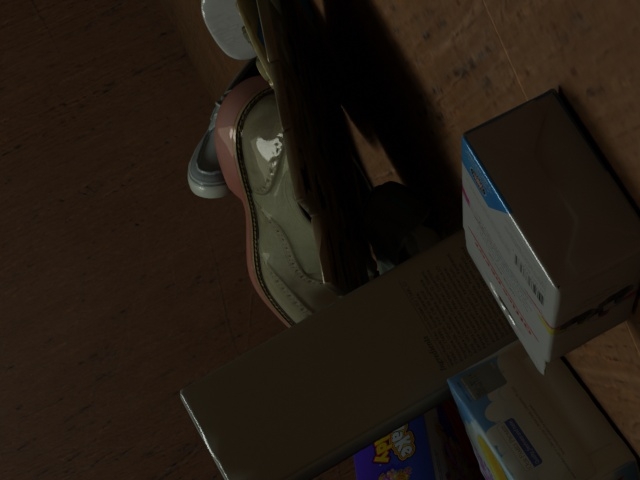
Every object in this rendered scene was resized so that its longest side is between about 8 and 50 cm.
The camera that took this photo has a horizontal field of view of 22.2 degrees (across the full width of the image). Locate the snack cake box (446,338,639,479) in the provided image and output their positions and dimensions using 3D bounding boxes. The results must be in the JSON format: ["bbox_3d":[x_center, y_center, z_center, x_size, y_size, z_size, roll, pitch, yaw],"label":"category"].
[{"bbox_3d":[0.198,0.216,1.314,0.152,0.089,0.264,56,173,45],"label":"snack cake box"}]

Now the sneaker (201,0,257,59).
[{"bbox_3d":[-0.102,-0.304,1.772,0.094,0.080,0.212,-97,-10,-70],"label":"sneaker"}]

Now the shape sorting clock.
[{"bbox_3d":[-0.032,-0.164,1.622,0.206,0.040,0.206,56,-164,-25],"label":"shape sorting clock"}]

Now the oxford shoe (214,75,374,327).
[{"bbox_3d":[0.000,0.000,1.861,0.146,0.140,0.397,26,151,42],"label":"oxford shoe"}]

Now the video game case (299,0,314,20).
[{"bbox_3d":[-0.058,-0.296,1.605,0.166,0.015,0.119,57,172,51],"label":"video game case"}]

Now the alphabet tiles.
[{"bbox_3d":[0.001,-0.079,1.421,0.342,0.011,0.285,45,-147,-74],"label":"alphabet tiles"}]

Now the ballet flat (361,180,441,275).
[{"bbox_3d":[0.088,0.019,1.539,0.068,0.072,0.213,26,162,24],"label":"ballet flat"}]

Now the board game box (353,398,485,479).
[{"bbox_3d":[0.122,0.247,1.494,0.233,0.078,0.347,48,-158,-36],"label":"board game box"}]

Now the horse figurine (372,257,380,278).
[{"bbox_3d":[0.021,-0.010,2.084,0.263,0.066,0.174,61,177,6],"label":"horse figurine"}]

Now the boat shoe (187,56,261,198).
[{"bbox_3d":[-0.096,-0.145,1.902,0.081,0.079,0.227,83,-153,-43],"label":"boat shoe"}]

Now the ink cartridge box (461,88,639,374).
[{"bbox_3d":[0.132,0.001,0.948,0.104,0.061,0.181,61,175,20],"label":"ink cartridge box"}]

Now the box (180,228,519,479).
[{"bbox_3d":[0.032,0.107,1.336,0.113,0.275,0.094,61,177,12],"label":"box"}]
